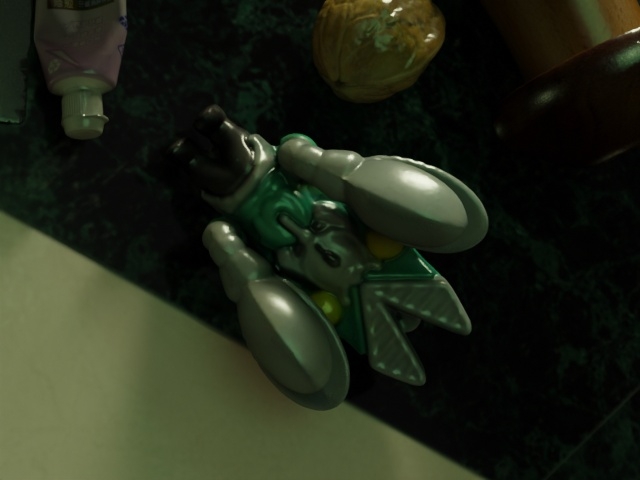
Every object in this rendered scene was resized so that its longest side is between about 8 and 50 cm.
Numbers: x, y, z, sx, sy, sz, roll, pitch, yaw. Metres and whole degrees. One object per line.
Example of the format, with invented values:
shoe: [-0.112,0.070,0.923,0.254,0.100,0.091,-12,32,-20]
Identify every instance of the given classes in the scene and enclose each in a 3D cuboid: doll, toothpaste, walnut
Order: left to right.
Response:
toothpaste: [-0.181,-0.223,1.061,0.075,0.048,0.300,3,75,-21]
doll: [-0.008,0.019,1.040,0.258,0.153,0.194,15,100,3]
walnut: [0.048,-0.165,1.124,0.124,0.105,0.105,-40,97,-27]

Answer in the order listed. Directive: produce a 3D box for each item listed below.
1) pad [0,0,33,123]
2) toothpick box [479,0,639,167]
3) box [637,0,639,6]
pad: [-0.315,-0.164,1.006,0.211,0.003,0.142,7,75,-24]
toothpick box: [0.198,-0.207,1.162,0.192,0.192,0.294,-19,80,-28]
box: [0.398,-0.213,1.283,0.227,0.130,0.162,31,78,-13]
